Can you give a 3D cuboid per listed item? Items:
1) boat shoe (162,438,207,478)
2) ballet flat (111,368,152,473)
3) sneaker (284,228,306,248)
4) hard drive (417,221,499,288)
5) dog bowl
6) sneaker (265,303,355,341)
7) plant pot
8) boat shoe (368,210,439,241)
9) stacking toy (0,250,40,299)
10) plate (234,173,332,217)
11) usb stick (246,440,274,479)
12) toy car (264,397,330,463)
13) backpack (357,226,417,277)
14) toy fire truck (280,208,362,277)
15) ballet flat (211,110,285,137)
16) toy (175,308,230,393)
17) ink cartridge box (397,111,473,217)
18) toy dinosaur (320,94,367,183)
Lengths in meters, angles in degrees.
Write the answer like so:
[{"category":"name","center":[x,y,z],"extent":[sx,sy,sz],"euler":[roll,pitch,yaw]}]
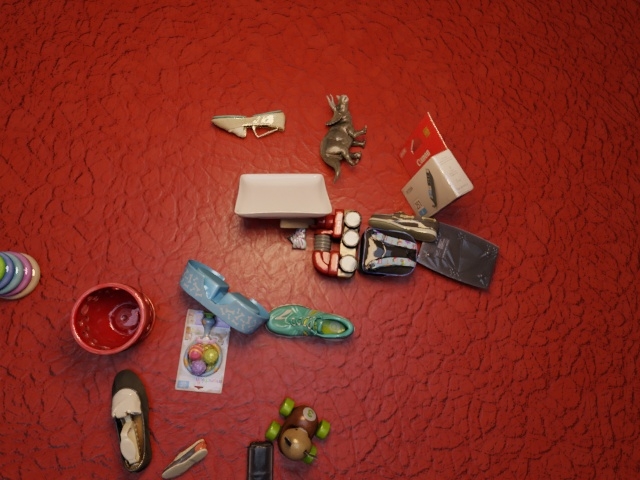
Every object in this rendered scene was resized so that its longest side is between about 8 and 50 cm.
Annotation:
[{"category":"boat shoe","center":[-0.386,0.620,1.143],"extent":[0.137,0.049,0.043],"euler":[-32,41,-10]},{"category":"ballet flat","center":[-0.527,0.501,1.123],"extent":[0.096,0.096,0.280],"euler":[-16,80,-9]},{"category":"sneaker","center":[-0.083,-0.020,1.315],"extent":[0.069,0.038,0.098],"euler":[-3,78,-8]},{"category":"hard drive","center":[0.456,0.049,1.356],"extent":[0.255,0.054,0.171],"euler":[21,77,-1]},{"category":"dog bowl","center":[-0.287,0.169,1.185],"extent":[0.297,0.166,0.074],"euler":[34,88,9]},{"category":"sneaker","center":[-0.030,0.249,1.228],"extent":[0.276,0.110,0.106],"euler":[6,78,-5]},{"category":"plant pot","center":[-0.568,0.221,1.137],"extent":[0.191,0.174,0.190],"euler":[1,77,-6]},{"category":"boat shoe","center":[0.274,-0.056,1.334],"extent":[0.228,0.081,0.068],"euler":[14,66,15]},{"category":"stacking toy","center":[-0.891,0.074,1.050],"extent":[0.141,0.330,0.141],"euler":[1,78,-6]},{"category":"plate","center":[-0.117,-0.137,1.260],"extent":[0.278,0.278,0.045],"euler":[-2,123,-6]},{"category":"usb stick","center":[-0.173,0.721,1.145],"extent":[0.077,0.045,0.277],"euler":[3,78,-13]},{"category":"toy car","center":[-0.059,0.546,1.121],"extent":[0.155,0.188,0.148],"euler":[32,77,0]},{"category":"backpack","center":[0.215,0.043,1.297],"extent":[0.174,0.117,0.158],"euler":[6,77,-5]},{"category":"toy fire truck","center":[0.000,0.000,1.272],"extent":[0.247,0.158,0.216],"euler":[6,78,4]},{"category":"ballet flat","center":[-0.238,-0.387,1.359],"extent":[0.249,0.086,0.086],"euler":[-8,79,-9]},{"category":"toy","center":[-0.350,0.330,1.201],"extent":[0.137,0.056,0.237],"euler":[7,77,-4]},{"category":"ink cartridge box","center":[0.327,-0.214,1.273],"extent":[0.066,0.296,0.261],"euler":[-27,82,-11]},{"category":"toy dinosaur","center":[0.066,-0.328,1.376],"extent":[0.161,0.121,0.313],"euler":[15,81,9]}]
